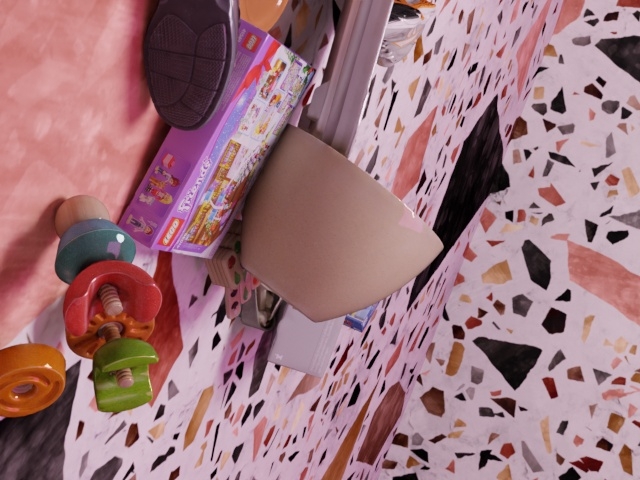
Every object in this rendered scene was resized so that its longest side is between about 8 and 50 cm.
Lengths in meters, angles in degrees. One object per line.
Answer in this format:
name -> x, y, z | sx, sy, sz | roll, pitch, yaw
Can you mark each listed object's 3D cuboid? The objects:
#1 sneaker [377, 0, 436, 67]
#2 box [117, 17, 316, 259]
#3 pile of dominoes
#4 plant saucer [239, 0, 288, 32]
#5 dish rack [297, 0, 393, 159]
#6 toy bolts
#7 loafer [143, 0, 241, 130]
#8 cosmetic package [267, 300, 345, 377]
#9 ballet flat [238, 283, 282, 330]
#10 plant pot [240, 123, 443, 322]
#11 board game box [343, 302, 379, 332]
sneaker -> 0.111, -0.333, 1.995 | 0.262, 0.099, 0.121 | -29, 143, -62
box -> -0.124, -0.120, 1.539 | 0.293, 0.057, 0.201 | -60, 164, 4
pile of dominoes -> -0.082, -0.026, 1.794 | 0.251, 0.040, 0.196 | -54, 143, -37
plant saucer -> -0.075, -0.331, 1.520 | 0.200, 0.037, 0.200 | -56, 161, -32
dish rack -> 0.039, -0.269, 1.721 | 0.285, 0.072, 0.333 | 165, -59, -85
toy bolts -> -0.276, 0.065, 1.330 | 0.218, 0.158, 0.228 | -6, 139, -25
loafer -> -0.125, -0.266, 1.342 | 0.095, 0.109, 0.302 | -52, 155, -52
cosmetic package -> -0.021, 0.127, 2.038 | 0.238, 0.107, 0.127 | -96, -155, -76
ballet flat -> -0.086, 0.057, 1.921 | 0.072, 0.068, 0.213 | -49, 155, -44
plant pot -> 0.000, 0.000, 1.685 | 0.191, 0.284, 0.284 | -53, 162, -5
board game box -> 0.061, 0.059, 2.258 | 0.201, 0.136, 0.035 | -57, 160, -28
